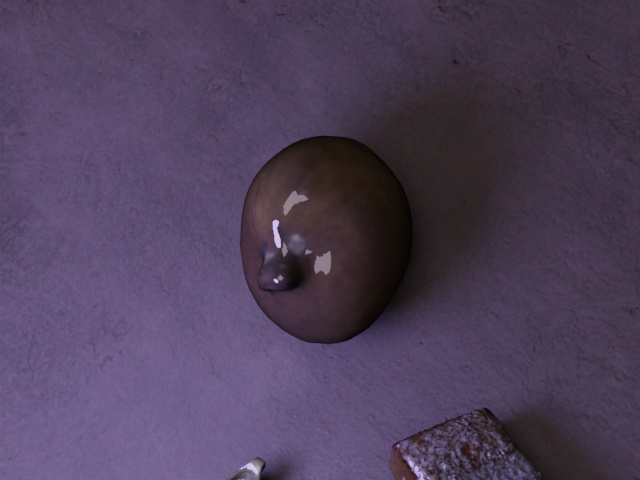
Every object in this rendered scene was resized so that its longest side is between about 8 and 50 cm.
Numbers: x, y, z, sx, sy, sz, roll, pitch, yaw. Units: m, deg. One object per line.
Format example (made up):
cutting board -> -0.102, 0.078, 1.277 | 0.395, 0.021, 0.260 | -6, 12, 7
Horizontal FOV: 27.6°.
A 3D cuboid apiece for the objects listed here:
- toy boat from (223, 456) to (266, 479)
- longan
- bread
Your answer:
toy boat -> -0.133, 0.393, 1.880 | 0.089, 0.071, 0.185 | 35, 86, 19
longan -> 0.000, 0.000, 1.842 | 0.243, 0.300, 0.300 | -6, 74, 36
bread -> 0.262, 0.412, 1.703 | 0.165, 0.113, 0.416 | -20, 56, -26
